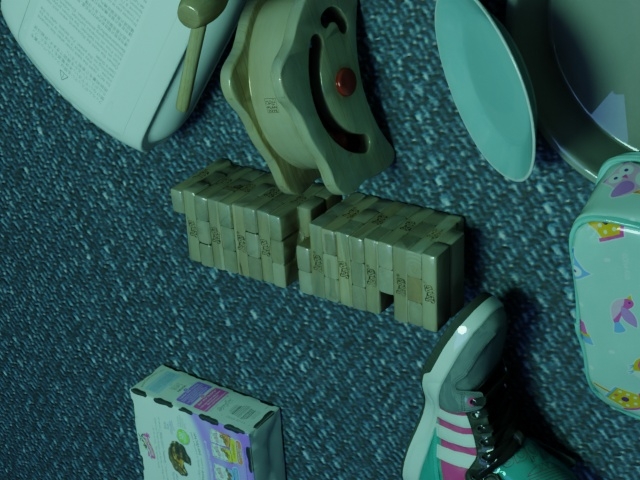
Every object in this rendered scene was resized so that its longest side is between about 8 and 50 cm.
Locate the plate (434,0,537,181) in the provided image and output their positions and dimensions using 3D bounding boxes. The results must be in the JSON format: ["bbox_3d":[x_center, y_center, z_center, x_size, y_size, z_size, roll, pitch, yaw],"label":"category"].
[{"bbox_3d":[0.154,-0.143,1.150,0.188,0.024,0.188,157,90,-80],"label":"plate"}]

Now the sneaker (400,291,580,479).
[{"bbox_3d":[0.188,0.201,1.314,0.178,0.124,0.295,34,140,25],"label":"sneaker"}]

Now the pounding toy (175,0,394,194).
[{"bbox_3d":[-0.043,-0.169,1.275,0.155,0.154,0.269,2,136,38],"label":"pounding toy"}]

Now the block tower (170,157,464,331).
[{"bbox_3d":[0.000,0.000,1.369,0.335,0.091,0.097,17,124,31],"label":"block tower"}]

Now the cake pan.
[{"bbox_3d":[0.295,-0.166,1.059,0.293,0.054,0.293,20,127,29],"label":"cake pan"}]

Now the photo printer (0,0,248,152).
[{"bbox_3d":[-0.211,-0.259,1.369,0.256,0.107,0.307,43,135,10],"label":"photo printer"}]

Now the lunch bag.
[{"bbox_3d":[0.335,0.058,1.085,0.224,0.108,0.279,9,141,27],"label":"lunch bag"}]

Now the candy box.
[{"bbox_3d":[-0.144,0.269,1.662,0.196,0.070,0.165,16,125,30],"label":"candy box"}]
